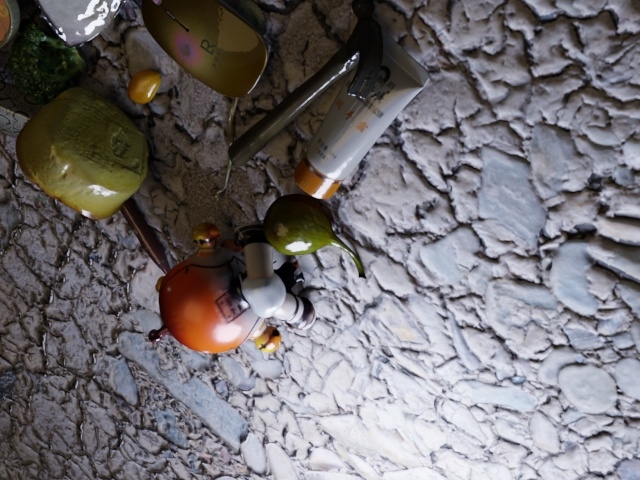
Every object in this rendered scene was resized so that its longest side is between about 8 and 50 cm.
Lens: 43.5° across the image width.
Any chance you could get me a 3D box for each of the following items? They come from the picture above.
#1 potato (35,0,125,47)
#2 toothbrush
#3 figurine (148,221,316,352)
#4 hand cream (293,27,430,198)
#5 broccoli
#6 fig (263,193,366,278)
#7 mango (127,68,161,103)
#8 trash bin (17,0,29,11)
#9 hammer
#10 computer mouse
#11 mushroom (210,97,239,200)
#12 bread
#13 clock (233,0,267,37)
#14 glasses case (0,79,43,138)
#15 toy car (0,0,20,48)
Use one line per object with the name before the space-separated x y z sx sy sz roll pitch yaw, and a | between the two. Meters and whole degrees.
potato | -0.485 -0.554 1.590 0.264 0.211 0.189 61 -179 36
toothbrush | -0.395 0.001 1.840 0.041 0.041 0.364 -26 97 39
figurine | -0.201 0.121 1.671 0.323 0.196 0.320 -22 106 28
hand cream | 0.068 -0.207 1.408 0.140 0.089 0.314 45 122 19
broccoli | -0.586 -0.381 1.705 0.156 0.195 0.195 -26 99 4
fig | 0.000 0.000 1.549 0.236 0.124 0.124 31 129 -8
mango | -0.360 -0.319 1.654 0.089 0.046 0.060 -31 96 27
trash bin | -0.774 -0.546 1.736 0.343 0.158 0.223 -24 99 38
hammer | -0.039 -0.252 1.451 0.440 0.044 0.168 -32 55 46
computer mouse | -0.226 -0.399 1.497 0.310 0.072 0.158 43 127 13
mushroom | -0.182 -0.199 1.614 0.026 0.028 0.286 -114 34 -48
bread | -0.486 -0.180 1.664 0.148 0.270 0.270 -31 94 36
clock | -0.132 -0.404 1.482 0.074 0.010 0.083 -15 103 38
glasses case | -0.702 -0.294 1.796 0.354 0.085 0.137 24 155 -3
toy car | -0.708 -0.465 1.589 0.235 0.145 0.235 1 119 1
